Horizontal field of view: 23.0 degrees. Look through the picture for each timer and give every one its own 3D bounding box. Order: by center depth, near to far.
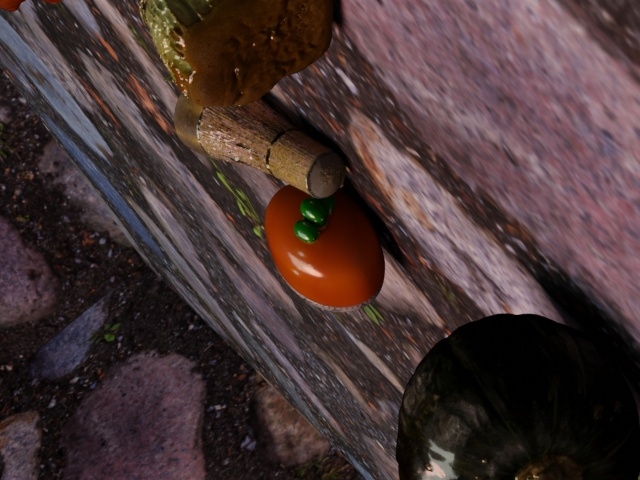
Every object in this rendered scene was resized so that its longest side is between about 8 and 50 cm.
[{"bbox_3d":[0.000,0.000,1.480,0.136,0.099,0.136,36,169,8],"label":"timer"}]

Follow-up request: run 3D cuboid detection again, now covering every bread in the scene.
[{"bbox_3d":[-0.057,-0.154,1.083,0.069,0.128,0.140,51,171,21],"label":"bread"}]

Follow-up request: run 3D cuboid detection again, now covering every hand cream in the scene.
[{"bbox_3d":[-0.051,-0.094,1.461,0.203,0.084,0.084,30,158,45],"label":"hand cream"}]

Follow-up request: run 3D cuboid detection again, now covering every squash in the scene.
[{"bbox_3d":[0.142,0.147,1.147,0.156,0.193,0.193,49,172,43],"label":"squash"}]

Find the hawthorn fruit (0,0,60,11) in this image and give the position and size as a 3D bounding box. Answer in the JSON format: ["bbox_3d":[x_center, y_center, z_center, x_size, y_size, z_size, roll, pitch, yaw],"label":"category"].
[{"bbox_3d":[-0.271,-0.320,1.244,0.211,0.211,0.299,33,150,59],"label":"hawthorn fruit"}]
